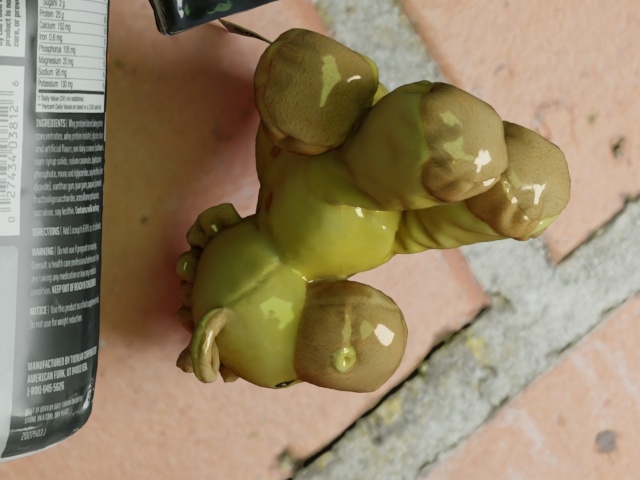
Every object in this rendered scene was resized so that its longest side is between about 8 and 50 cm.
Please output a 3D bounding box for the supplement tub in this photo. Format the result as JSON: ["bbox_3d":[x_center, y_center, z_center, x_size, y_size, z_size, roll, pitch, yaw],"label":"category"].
[{"bbox_3d":[-0.192,-0.084,0.777,0.207,0.207,0.338,0,94,-27],"label":"supplement tub"}]

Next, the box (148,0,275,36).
[{"bbox_3d":[-0.023,-0.283,0.748,0.182,0.296,0.294,-17,115,5],"label":"box"}]

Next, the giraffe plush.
[{"bbox_3d":[0.000,0.000,0.904,0.181,0.210,0.171,24,89,-52],"label":"giraffe plush"}]
